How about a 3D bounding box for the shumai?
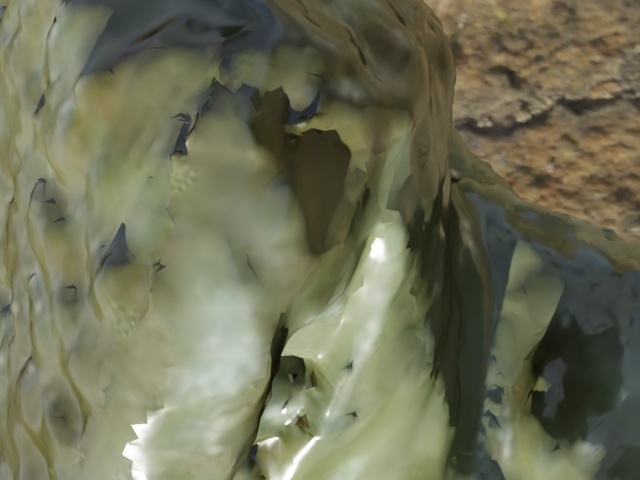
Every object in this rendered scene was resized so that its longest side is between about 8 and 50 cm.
[{"bbox_3d":[0.000,0.000,0.509,0.330,0.288,0.292,41,129,55],"label":"shumai"}]
